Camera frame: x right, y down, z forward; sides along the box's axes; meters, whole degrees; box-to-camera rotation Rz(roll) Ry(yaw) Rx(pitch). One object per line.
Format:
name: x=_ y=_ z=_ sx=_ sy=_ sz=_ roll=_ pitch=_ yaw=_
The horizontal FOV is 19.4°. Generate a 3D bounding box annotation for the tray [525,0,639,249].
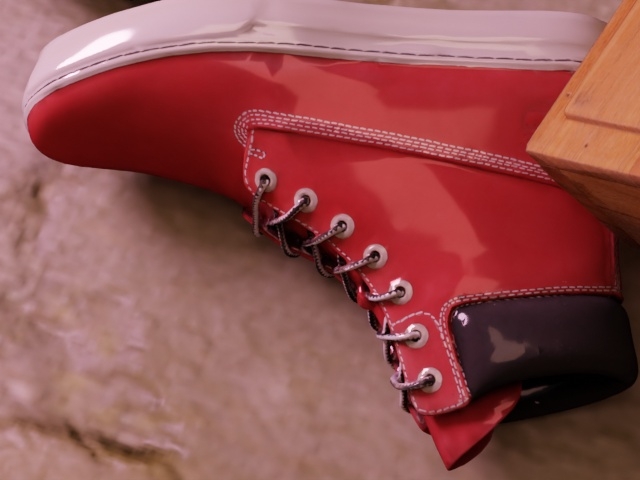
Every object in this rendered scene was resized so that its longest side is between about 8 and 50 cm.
tray: x=0.254 y=-0.168 z=0.636 sx=0.411 sy=0.076 sz=0.203 roll=-56 pitch=30 yaw=-9

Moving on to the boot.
boot: x=0.000 y=0.000 z=0.729 sx=0.244 sy=0.088 sz=0.176 roll=1 pitch=70 yaw=2
